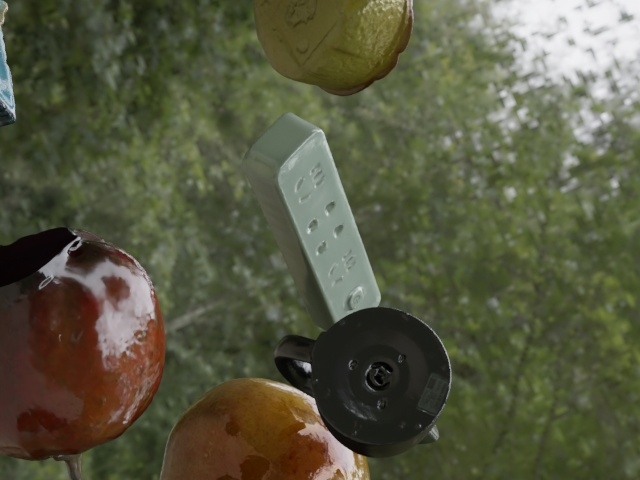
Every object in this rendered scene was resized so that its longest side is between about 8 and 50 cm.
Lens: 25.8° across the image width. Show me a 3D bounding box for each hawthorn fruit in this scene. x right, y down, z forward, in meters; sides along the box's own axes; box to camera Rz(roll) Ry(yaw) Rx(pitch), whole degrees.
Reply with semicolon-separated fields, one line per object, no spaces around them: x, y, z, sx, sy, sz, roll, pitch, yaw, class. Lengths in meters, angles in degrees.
-0.250;0.114;1.330;0.215;0.215;0.249;177;-95;-76;hawthorn fruit

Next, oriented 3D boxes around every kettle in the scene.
0.041;0.165;1.527;0.202;0.144;0.232;19;-17;6;kettle

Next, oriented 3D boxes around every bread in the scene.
0.017;-0.339;1.940;0.270;0.148;0.269;-6;-97;50;bread

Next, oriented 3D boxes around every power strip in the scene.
0.000;0.000;1.716;0.062;0.091;0.385;30;-23;33;power strip

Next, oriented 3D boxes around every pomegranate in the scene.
-0.090;0.342;1.980;0.319;0.319;0.319;60;-15;28;pomegranate

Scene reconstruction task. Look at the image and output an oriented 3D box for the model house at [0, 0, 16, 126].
-0.450;-0.212;1.534;0.226;0.261;0.241;-90;169;-54;model house
